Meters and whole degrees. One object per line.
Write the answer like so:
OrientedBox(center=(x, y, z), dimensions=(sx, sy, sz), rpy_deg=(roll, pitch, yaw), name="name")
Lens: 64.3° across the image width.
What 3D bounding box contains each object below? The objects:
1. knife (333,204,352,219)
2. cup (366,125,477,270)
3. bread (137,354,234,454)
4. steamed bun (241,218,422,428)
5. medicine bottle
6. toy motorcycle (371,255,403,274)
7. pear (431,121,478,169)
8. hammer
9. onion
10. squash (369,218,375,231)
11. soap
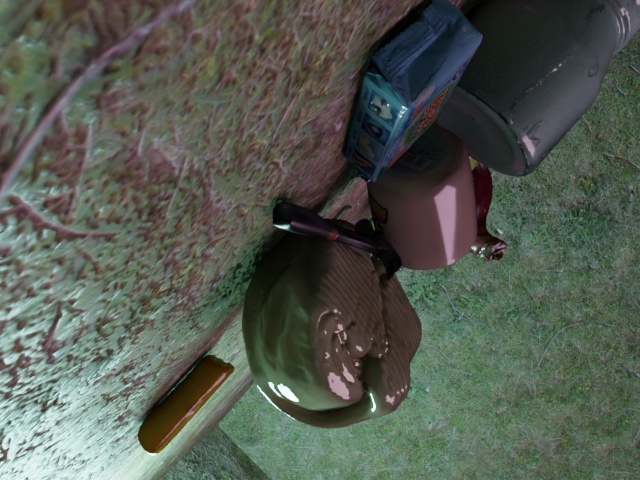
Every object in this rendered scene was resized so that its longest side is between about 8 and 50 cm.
OrientedBox(center=(0.001, 0.001, 1.204), dimensions=(0.212, 0.015, 0.054), rpy_deg=(-51, 171, 18), name="knife")
OrientedBox(center=(0.170, -0.102, 0.932), dimensions=(0.191, 0.253, 0.200), rpy_deg=(-22, 136, -1), name="cup")
OrientedBox(center=(-0.287, 0.340, 1.081), dimensions=(0.239, 0.074, 0.092), rpy_deg=(-47, 170, -10), name="bread")
OrientedBox(center=(0.001, 0.156, 0.918), dimensions=(0.255, 0.342, 0.368), rpy_deg=(-28, -167, 25), name="steamed bun")
OrientedBox(center=(0.334, -0.285, 0.815), dimensions=(0.290, 0.245, 0.245), rpy_deg=(-48, 172, 2), name="medicine bottle")
OrientedBox(center=(0.142, 0.123, 1.882), dimensions=(0.416, 0.172, 0.232), rpy_deg=(-27, 179, 13), name="toy motorcycle")
OrientedBox(center=(0.310, -0.237, 1.195), dimensions=(0.167, 0.167, 0.136), rpy_deg=(75, 30, -80), name="pear")
OrientedBox(center=(0.032, -0.006, 0.786), dimensions=(0.037, 0.137, 0.290), rpy_deg=(-51, 145, 17), name="hammer")
OrientedBox(center=(0.362, -0.085, 1.428), dimensions=(0.348, 0.385, 0.348), rpy_deg=(-34, 155, -18), name="onion")
OrientedBox(center=(0.183, -0.024, 1.869), dimensions=(0.201, 0.066, 0.066), rpy_deg=(-54, 170, 29), name="squash")
OrientedBox(center=(0.114, -0.187, 0.701), dimensions=(0.156, 0.077, 0.293), rpy_deg=(-46, 172, -12), name="soap")
